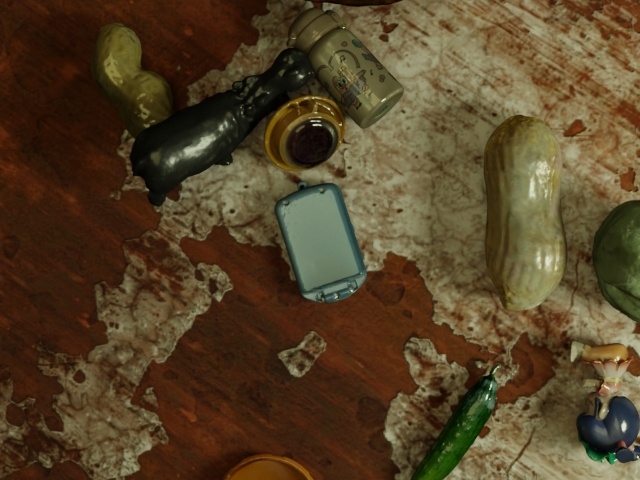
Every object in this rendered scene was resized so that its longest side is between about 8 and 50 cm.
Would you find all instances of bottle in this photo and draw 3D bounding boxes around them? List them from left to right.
[{"bbox_3d":[0.040,-0.293,1.707,0.110,0.097,0.209,-37,82,-24],"label":"bottle"}]

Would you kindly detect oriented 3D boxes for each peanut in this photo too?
[{"bbox_3d":[-0.323,-0.266,1.779,0.103,0.098,0.229,-30,83,-32],"label":"peanut"}]

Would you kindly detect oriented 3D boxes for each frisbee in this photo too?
[{"bbox_3d":[-0.085,0.454,1.759,0.192,0.035,0.192,0,90,10],"label":"frisbee"}]

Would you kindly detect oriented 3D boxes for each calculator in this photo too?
[{"bbox_3d":[0.000,0.000,1.741,0.121,0.039,0.210,-19,86,9],"label":"calculator"}]

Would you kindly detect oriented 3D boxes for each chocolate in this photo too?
[{"bbox_3d":[0.323,-0.043,1.631,0.134,0.134,0.309,1,90,11],"label":"chocolate"}]

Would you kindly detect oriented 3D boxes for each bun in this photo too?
[{"bbox_3d":[0.473,0.037,1.565,0.118,0.195,0.195,-12,87,5],"label":"bun"}]

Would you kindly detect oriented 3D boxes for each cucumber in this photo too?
[{"bbox_3d":[0.227,0.308,1.687,0.056,0.056,0.250,33,99,10],"label":"cucumber"}]

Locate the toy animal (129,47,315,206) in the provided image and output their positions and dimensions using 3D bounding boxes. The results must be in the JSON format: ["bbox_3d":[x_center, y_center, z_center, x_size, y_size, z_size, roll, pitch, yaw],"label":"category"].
[{"bbox_3d":[-0.164,-0.193,1.715,0.343,0.168,0.106,-35,81,-5],"label":"toy animal"}]

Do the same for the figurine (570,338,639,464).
[{"bbox_3d":[0.445,0.252,1.616,0.102,0.111,0.195,-3,90,32],"label":"figurine"}]

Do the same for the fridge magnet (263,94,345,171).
[{"bbox_3d":[-0.024,-0.172,1.703,0.143,0.143,0.063,-42,41,8],"label":"fridge magnet"}]

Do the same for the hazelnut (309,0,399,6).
[{"bbox_3d":[0.029,-0.535,1.600,0.409,0.359,0.359,14,93,15],"label":"hazelnut"}]
